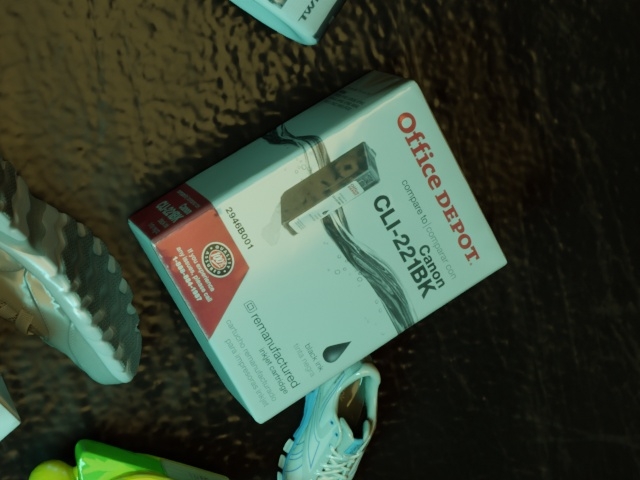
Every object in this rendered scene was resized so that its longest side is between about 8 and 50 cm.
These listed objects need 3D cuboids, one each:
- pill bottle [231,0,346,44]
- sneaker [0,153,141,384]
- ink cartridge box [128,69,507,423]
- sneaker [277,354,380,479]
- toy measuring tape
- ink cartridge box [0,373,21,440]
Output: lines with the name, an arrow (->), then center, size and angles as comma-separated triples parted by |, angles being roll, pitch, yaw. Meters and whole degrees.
pill bottle -> 0.009, -0.299, 1.256 | 0.130, 0.130, 0.246 | 33, 90, -21
sneaker -> -0.263, 0.025, 1.272 | 0.115, 0.105, 0.281 | -31, 114, 21
ink cartridge box -> 0.000, 0.000, 1.325 | 0.273, 0.114, 0.197 | -33, 109, -10
sneaker -> 0.013, 0.190, 1.388 | 0.071, 0.083, 0.191 | 8, 100, -22
toy measuring tape -> -0.108, 0.271, 1.343 | 0.330, 0.121, 0.121 | 19, 95, -16
ink cartridge box -> -0.388, 0.167, 1.186 | 0.278, 0.201, 0.117 | -42, 112, -6
